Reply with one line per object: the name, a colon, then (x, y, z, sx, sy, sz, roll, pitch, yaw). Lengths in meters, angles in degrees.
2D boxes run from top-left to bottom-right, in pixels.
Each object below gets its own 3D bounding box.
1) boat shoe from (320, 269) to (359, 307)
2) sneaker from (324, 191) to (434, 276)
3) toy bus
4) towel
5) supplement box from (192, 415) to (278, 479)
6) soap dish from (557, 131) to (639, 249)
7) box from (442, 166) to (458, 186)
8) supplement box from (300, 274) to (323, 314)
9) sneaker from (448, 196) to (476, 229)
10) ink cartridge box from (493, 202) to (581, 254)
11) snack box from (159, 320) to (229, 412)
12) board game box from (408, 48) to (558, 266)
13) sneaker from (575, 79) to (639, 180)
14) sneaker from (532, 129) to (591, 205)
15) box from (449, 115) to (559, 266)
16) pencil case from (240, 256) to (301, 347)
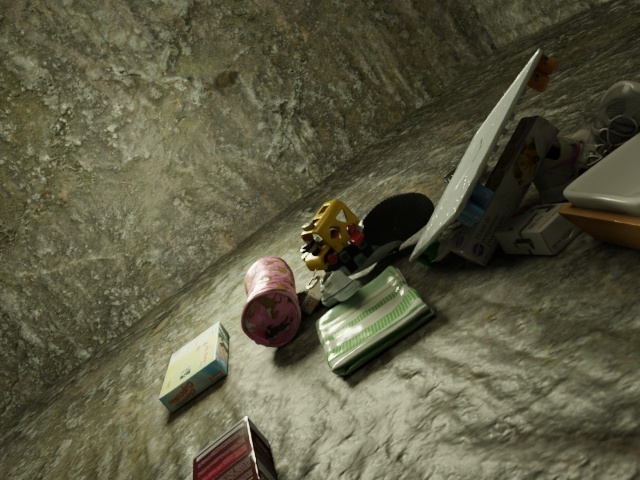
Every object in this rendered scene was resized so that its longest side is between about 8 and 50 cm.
boat shoe: (0.039, 0.111, 1.485, 0.083, 0.076, 0.226, -36, -2, -19)
sneaker: (0.157, -0.013, 1.590, 0.330, 0.122, 0.146, -33, -13, 10)
toy bus: (0.003, -0.008, 1.479, 0.191, 0.104, 0.202, -39, 19, 15)
towel: (0.103, 0.167, 1.303, 0.248, 0.038, 0.325, -36, 13, 1)
supplement box: (-0.144, 0.406, 1.000, 0.130, 0.073, 0.239, -37, 12, -4)
soap dish: (0.557, -0.099, 0.929, 0.291, 0.118, 0.229, -37, 13, -4)
box: (0.406, -0.178, 1.728, 0.062, 0.052, 0.083, -36, 12, -7)
supplement box: (-0.014, 0.147, 1.615, 0.062, 0.036, 0.098, -61, -4, 34)
sneaker: (0.370, -0.094, 1.483, 0.170, 0.071, 0.068, -33, 13, 5)
ink cartridge box: (0.418, -0.022, 1.139, 0.099, 0.056, 0.135, -39, 13, -18)
snack box: (-0.359, 0.358, 1.730, 0.187, 0.060, 0.322, -36, 13, 0)
board game box: (0.336, -0.151, 1.270, 0.390, 0.050, 0.390, -60, -4, -16)
sneaker: (0.541, -0.170, 1.089, 0.115, 0.105, 0.281, -60, -22, -23)
sneaker: (0.536, -0.186, 1.298, 0.103, 0.111, 0.252, -20, 20, 51)
box: (0.380, -0.104, 1.228, 0.324, 0.063, 0.067, -61, 14, 0)
pencil case: (-0.141, 0.163, 1.663, 0.160, 0.167, 0.386, -13, 12, -3)
